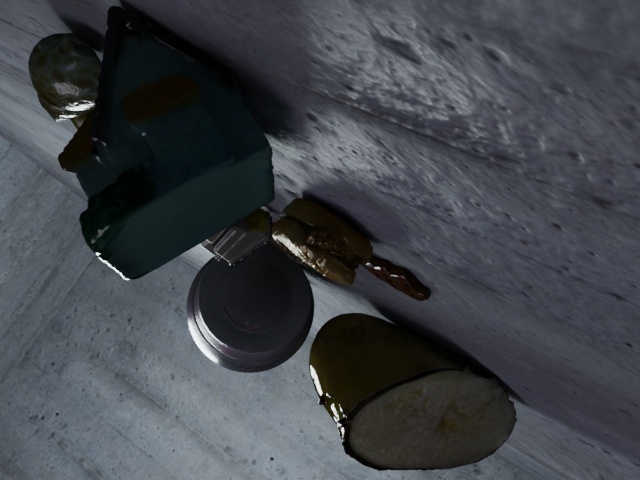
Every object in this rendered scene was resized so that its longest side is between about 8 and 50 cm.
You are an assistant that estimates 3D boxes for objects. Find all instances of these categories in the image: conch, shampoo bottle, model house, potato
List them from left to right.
[{"bbox_3d":[-0.339,-0.222,1.143,0.116,0.106,0.173,42,169,-36],"label":"conch"},{"bbox_3d":[-0.205,-0.128,0.979,0.248,0.230,0.280,57,171,9],"label":"model house"},{"bbox_3d":[-0.148,0.142,1.805,0.273,0.273,0.266,33,161,1],"label":"shampoo bottle"},{"bbox_3d":[0.173,0.276,1.749,0.397,0.289,0.296,-1,-144,-19],"label":"potato"}]

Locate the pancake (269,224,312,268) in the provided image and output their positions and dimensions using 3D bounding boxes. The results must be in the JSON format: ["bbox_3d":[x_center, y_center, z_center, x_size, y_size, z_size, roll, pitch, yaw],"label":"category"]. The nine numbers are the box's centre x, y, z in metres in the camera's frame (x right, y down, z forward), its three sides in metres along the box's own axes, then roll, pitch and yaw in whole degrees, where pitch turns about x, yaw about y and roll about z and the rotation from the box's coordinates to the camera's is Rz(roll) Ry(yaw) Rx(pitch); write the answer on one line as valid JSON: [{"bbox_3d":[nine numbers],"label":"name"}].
[{"bbox_3d":[-0.060,0.011,1.619,0.152,0.025,0.151,32,171,6],"label":"pancake"}]

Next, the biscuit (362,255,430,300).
[{"bbox_3d":[0.112,0.058,1.315,0.130,0.019,0.119,28,169,29],"label":"biscuit"}]

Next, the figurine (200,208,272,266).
[{"bbox_3d":[-0.234,-0.071,1.447,0.309,0.143,0.308,15,160,6],"label":"figurine"}]

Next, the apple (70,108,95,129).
[{"bbox_3d":[-0.378,-0.216,1.399,0.089,0.074,0.089,53,174,8],"label":"apple"}]

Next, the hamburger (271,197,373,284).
[{"bbox_3d":[0.000,0.000,1.219,0.138,0.083,0.147,35,172,-33],"label":"hamburger"}]
